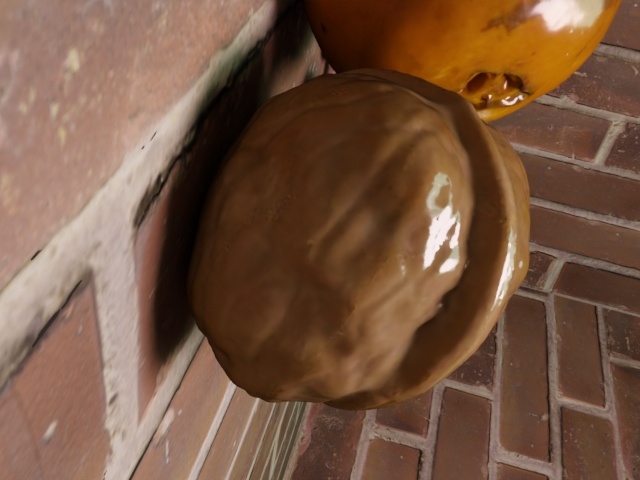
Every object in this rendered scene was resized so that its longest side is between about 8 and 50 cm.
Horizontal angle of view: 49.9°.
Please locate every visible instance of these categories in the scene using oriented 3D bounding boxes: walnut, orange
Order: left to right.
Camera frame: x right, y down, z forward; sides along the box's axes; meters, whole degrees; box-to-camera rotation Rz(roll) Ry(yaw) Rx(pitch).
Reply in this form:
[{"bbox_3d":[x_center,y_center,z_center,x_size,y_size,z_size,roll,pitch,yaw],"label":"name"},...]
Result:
[{"bbox_3d":[0.038,-0.005,0.576,0.296,0.285,0.285,9,98,-47],"label":"walnut"},{"bbox_3d":[0.133,-0.261,0.659,0.312,0.312,0.312,15,90,-84],"label":"orange"}]
